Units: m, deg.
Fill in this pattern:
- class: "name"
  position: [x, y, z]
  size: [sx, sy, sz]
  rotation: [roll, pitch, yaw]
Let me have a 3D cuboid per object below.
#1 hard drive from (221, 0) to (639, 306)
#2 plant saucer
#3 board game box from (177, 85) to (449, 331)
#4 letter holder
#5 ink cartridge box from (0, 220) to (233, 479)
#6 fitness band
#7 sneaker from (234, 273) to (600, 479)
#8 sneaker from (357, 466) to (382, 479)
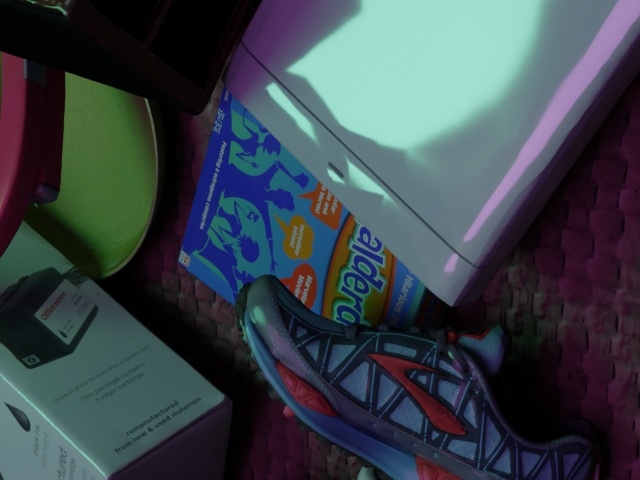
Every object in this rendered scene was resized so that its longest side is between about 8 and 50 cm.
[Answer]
- class: "hard drive"
  position: [0.097, -0.167, 0.942]
  size: [0.233, 0.047, 0.353]
  rotation: [46, 121, 23]
- class: "plant saucer"
  position: [-0.202, -0.087, 1.280]
  size: [0.241, 0.037, 0.241]
  rotation: [15, 114, 39]
- class: "board game box"
  position: [0.000, 0.000, 1.114]
  size: [0.210, 0.047, 0.160]
  rotation: [35, 124, 28]
- class: "letter holder"
  position: [-0.185, -0.243, 1.078]
  size: [0.301, 0.152, 0.214]
  rotation: [20, 82, 35]
- class: "ink cartridge box"
  position: [-0.227, 0.142, 1.282]
  size: [0.307, 0.129, 0.223]
  rotation: [37, 139, 28]
- class: "fitness band"
  position: [-0.295, -0.094, 1.218]
  size: [0.209, 0.054, 0.291]
  rotation: [-10, 70, 27]
- class: "sneaker"
  position: [0.067, 0.090, 1.021]
  size: [0.262, 0.104, 0.125]
  rotation: [37, 104, -3]
- class: "sneaker"
  position: [0.098, 0.255, 1.092]
  size: [0.217, 0.079, 0.121]
  rotation: [42, 131, 36]
